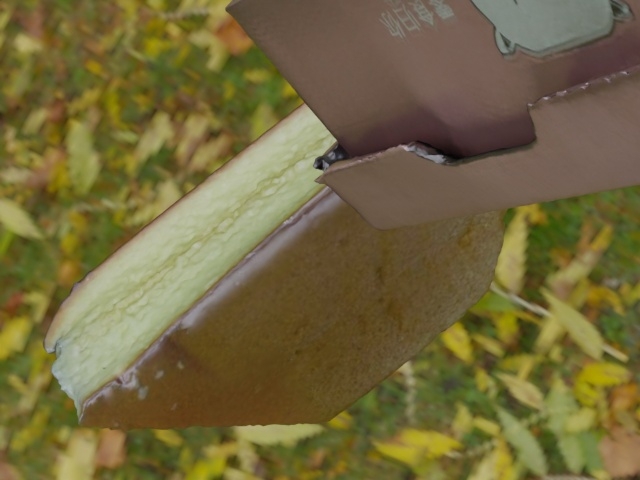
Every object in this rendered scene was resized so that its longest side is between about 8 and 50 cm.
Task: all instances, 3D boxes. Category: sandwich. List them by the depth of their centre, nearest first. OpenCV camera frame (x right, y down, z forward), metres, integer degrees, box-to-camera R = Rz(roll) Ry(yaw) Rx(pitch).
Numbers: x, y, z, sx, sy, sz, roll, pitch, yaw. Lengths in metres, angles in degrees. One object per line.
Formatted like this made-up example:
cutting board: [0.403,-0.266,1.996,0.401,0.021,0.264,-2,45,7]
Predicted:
sandwich: [0.000,0.000,0.844,0.258,0.096,0.094,-38,37,-7]

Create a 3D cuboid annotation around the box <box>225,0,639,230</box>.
box: [0.098,-0.106,0.507,0.215,0.086,0.215,-44,11,-19]
